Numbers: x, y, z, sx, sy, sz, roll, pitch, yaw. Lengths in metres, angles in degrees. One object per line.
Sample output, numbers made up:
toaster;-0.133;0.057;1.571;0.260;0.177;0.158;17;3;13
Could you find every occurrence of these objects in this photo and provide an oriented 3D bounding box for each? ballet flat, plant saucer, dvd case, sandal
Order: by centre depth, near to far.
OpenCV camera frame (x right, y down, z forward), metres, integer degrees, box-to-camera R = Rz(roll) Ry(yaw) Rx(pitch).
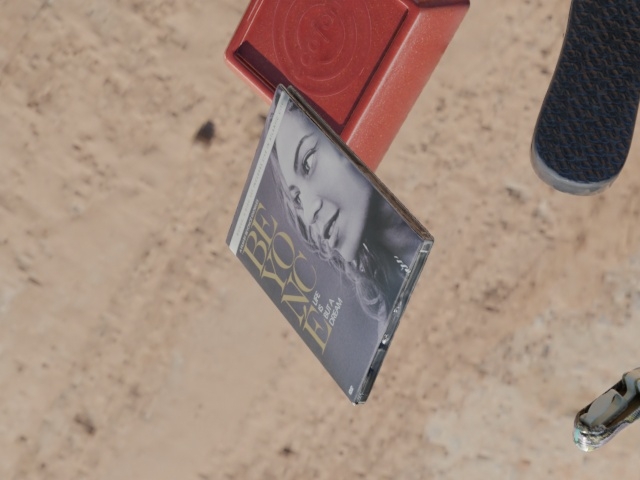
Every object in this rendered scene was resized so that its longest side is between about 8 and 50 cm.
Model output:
sandal;0.223;-0.149;1.192;0.097;0.254;0.054;26;164;9
dvd case;0.000;0.000;1.271;0.018;0.221;0.164;-4;129;-35
ballet flat;0.259;0.134;1.330;0.041;0.114;0.041;48;163;19
plant saucer;0.009;-0.233;1.753;0.259;0.047;0.258;44;120;27
